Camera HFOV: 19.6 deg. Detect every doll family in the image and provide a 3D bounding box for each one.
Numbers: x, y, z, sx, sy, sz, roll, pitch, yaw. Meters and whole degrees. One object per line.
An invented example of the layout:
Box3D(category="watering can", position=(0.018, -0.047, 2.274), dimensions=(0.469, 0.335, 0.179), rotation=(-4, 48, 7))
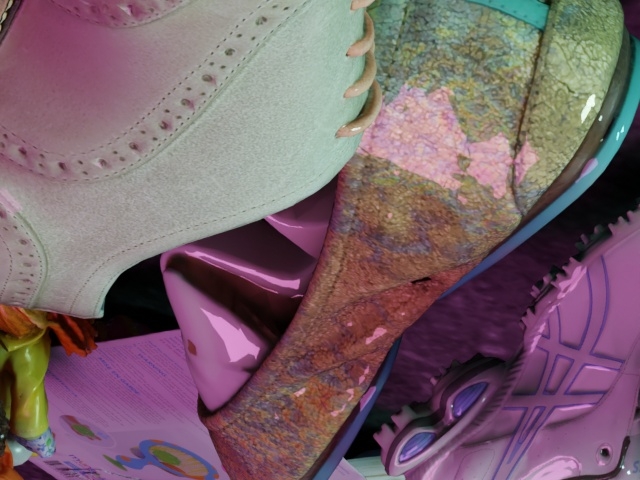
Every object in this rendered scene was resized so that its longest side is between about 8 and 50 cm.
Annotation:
Box3D(category="doll family", position=(-0.190, 0.019, 0.867), dimensions=(0.263, 0.118, 0.163), rotation=(42, 151, 15))

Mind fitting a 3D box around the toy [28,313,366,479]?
Box3D(category="toy", position=(-0.095, 0.078, 0.968), dimensions=(0.237, 0.056, 0.137), rotation=(-13, 136, 43))

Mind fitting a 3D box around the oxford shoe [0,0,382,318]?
Box3D(category="oxford shoe", position=(-0.027, -0.096, 0.532), dimensions=(0.146, 0.140, 0.397), rotation=(28, 143, -22))

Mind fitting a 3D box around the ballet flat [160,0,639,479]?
Box3D(category="ballet flat", position=(0.000, 0.000, 0.724), dimensions=(0.123, 0.123, 0.348), rotation=(22, 145, -9))

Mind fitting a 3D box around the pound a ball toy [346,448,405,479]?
Box3D(category="pound a ball toy", position=(0.057, 0.219, 1.095), dimensions=(0.208, 0.135, 0.319), rotation=(-4, 155, -14))

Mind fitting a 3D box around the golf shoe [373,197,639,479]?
Box3D(category="golf shoe", position=(0.107, 0.052, 0.718), dimensions=(0.086, 0.176, 0.069), rotation=(48, -163, 14))
